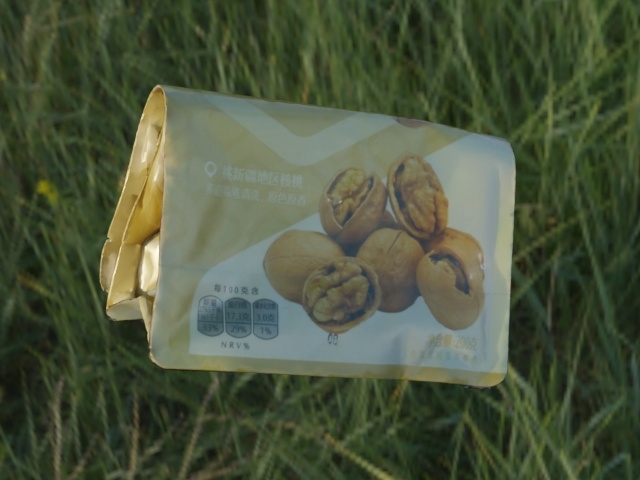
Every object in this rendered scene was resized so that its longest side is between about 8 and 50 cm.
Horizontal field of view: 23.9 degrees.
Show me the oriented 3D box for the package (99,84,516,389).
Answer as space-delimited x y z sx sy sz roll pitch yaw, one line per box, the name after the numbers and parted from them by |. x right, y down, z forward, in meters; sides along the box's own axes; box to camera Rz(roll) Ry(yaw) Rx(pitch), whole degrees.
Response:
-0.015 0.007 1.244 0.311 0.165 0.221 5 83 -26 | package
